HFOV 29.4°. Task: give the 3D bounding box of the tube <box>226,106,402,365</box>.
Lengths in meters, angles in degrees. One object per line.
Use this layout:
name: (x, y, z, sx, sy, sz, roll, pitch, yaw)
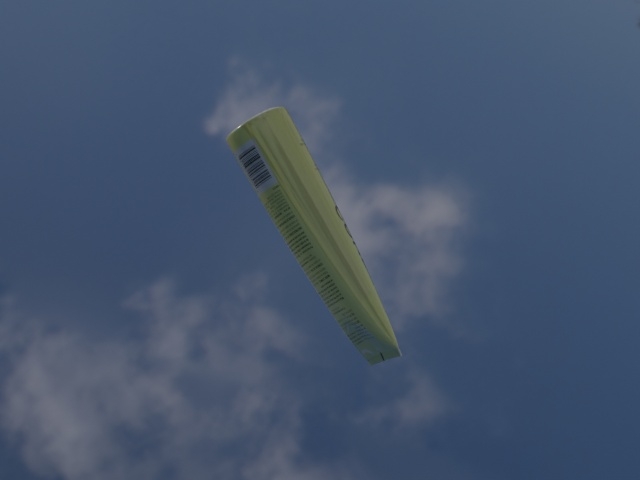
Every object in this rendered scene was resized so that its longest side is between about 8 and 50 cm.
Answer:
tube: (0.000, 0.000, 1.062, 0.240, 0.062, 0.070, 62, -156, 4)
